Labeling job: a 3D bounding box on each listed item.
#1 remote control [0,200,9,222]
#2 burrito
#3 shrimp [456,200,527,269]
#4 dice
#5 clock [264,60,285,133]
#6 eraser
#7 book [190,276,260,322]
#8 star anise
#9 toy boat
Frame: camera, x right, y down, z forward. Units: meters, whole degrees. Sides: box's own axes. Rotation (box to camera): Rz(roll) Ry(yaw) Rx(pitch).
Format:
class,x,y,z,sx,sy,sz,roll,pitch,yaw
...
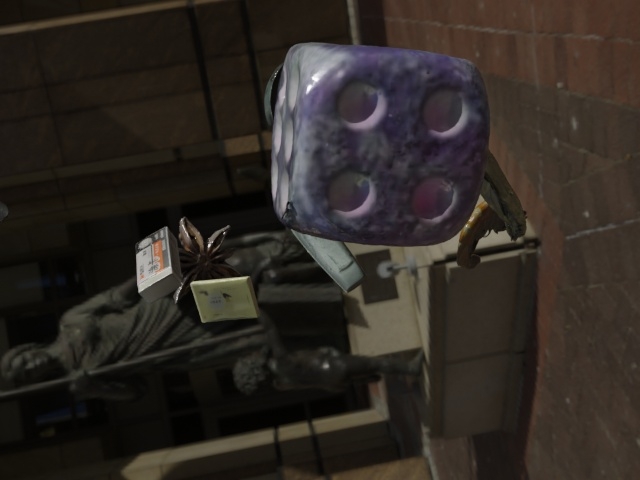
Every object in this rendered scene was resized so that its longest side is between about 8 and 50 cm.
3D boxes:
class,x,y,z,sx,sy,sz,roll,pitch,yaw
remote control,-0.936,-0.112,1.983,0.090,0.266,0.066,-60,-1,-35
burrito,0.278,-0.102,1.275,0.058,0.063,0.229,-34,84,44
shrimp,0.377,-0.014,1.681,0.058,0.296,0.169,34,110,30
dice,0.075,-0.144,1.124,0.270,0.272,0.270,-132,47,-73
clock,-0.016,-0.349,1.966,0.055,0.281,0.280,8,110,62
eraser,-0.211,0.030,0.983,0.029,0.052,0.122,57,-176,-33
book,-0.165,0.103,1.311,0.014,0.111,0.077,-55,-45,-64
star anise,-0.244,0.047,1.504,0.065,0.183,0.195,-20,86,54
toy boat,0.000,0.000,1.648,0.260,0.078,0.085,51,168,12
